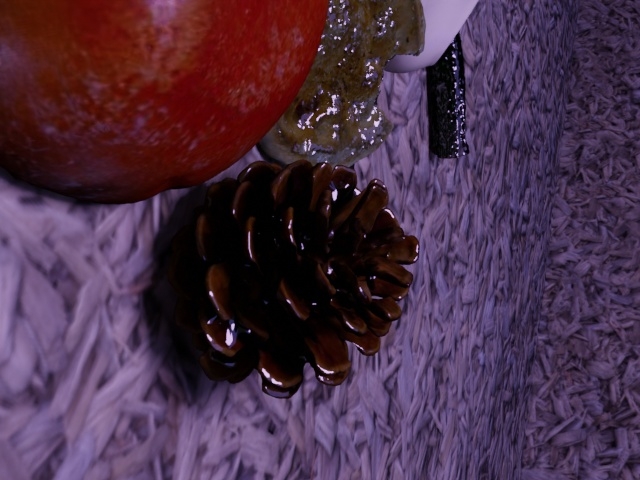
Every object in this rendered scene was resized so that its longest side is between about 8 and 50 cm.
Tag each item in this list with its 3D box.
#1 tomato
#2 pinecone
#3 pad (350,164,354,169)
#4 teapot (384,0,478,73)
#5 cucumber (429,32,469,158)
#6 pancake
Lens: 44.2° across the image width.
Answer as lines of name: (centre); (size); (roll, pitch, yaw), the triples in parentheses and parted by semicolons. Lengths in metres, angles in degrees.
tomato: (-0.089, -0.174, 0.512); (0.338, 0.144, 0.338); (-17, 109, -62)
pinecone: (-0.015, 0.025, 0.639); (0.208, 0.208, 0.208); (3, 90, -66)
pad: (0.000, 0.000, 0.896); (0.181, 0.004, 0.267); (13, 80, -65)
teapot: (0.118, -0.307, 0.953); (0.204, 0.139, 0.298); (-59, -177, 31)
cucumber: (0.202, -0.256, 1.249); (0.067, 0.067, 0.245); (-34, 122, -61)
pancake: (0.018, -0.182, 0.773); (0.253, 0.037, 0.253); (-25, 127, -39)
